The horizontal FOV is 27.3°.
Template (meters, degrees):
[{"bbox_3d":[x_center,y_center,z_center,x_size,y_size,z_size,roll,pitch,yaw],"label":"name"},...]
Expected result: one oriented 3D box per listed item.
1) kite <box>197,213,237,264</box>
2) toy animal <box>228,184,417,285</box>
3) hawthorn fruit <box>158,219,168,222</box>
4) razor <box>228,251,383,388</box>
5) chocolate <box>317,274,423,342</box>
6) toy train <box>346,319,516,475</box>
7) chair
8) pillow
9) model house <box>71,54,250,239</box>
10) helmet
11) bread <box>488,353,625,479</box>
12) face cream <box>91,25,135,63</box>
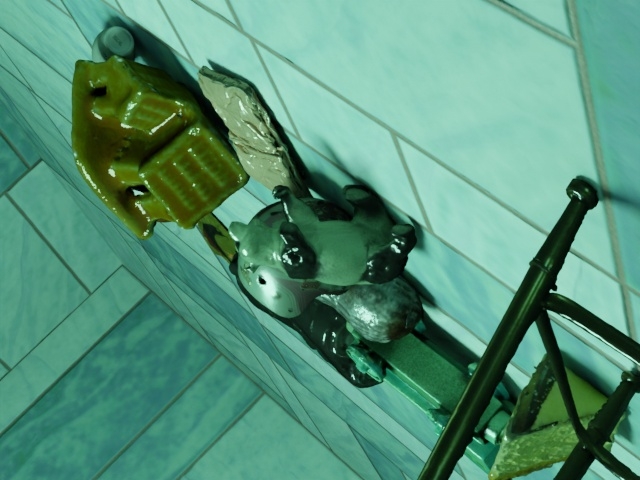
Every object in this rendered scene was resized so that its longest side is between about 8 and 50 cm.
[{"bbox_3d":[-0.140,0.062,2.659,0.327,0.013,0.377,34,163,40],"label":"kite"},{"bbox_3d":[0.000,0.000,1.621,0.121,0.225,0.094,98,170,-48],"label":"toy animal"},{"bbox_3d":[-0.263,-0.110,2.223,0.148,0.148,0.172,47,151,-6],"label":"hawthorn fruit"},{"bbox_3d":[-0.014,0.111,2.168,0.327,0.107,0.189,34,164,47],"label":"razor"},{"bbox_3d":[0.038,0.053,1.824,0.248,0.110,0.110,40,167,24],"label":"chocolate"},{"bbox_3d":[0.164,0.206,1.876,0.298,0.120,0.194,38,171,31],"label":"toy train"},{"bbox_3d":[0.243,0.268,1.106,0.362,0.410,0.365,36,165,37],"label":"chair"},{"bbox_3d":[-0.085,-0.136,1.767,0.126,0.043,0.232,28,156,41],"label":"pillow"},{"bbox_3d":[-0.234,-0.145,1.914,0.239,0.173,0.268,3,141,47],"label":"model house"},{"bbox_3d":[-0.030,0.002,1.734,0.153,0.177,0.107,49,164,41],"label":"helmet"},{"bbox_3d":[0.265,0.224,1.536,0.127,0.152,0.147,39,158,21],"label":"bread"},{"bbox_3d":[-0.316,-0.286,2.014,0.072,0.051,0.182,46,167,-7],"label":"face cream"}]
